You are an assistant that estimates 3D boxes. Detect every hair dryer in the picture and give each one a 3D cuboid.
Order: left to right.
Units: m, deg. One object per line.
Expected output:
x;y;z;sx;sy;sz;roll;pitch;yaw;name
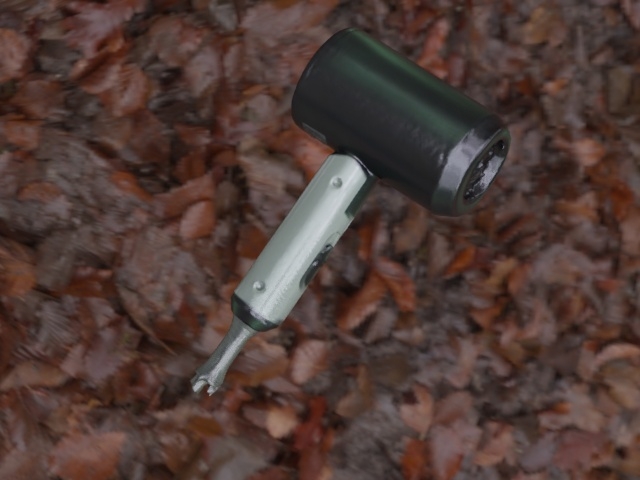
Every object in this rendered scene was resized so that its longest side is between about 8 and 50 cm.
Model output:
0.000;0.000;0.625;0.198;0.100;0.057;-55;157;4;hair dryer
